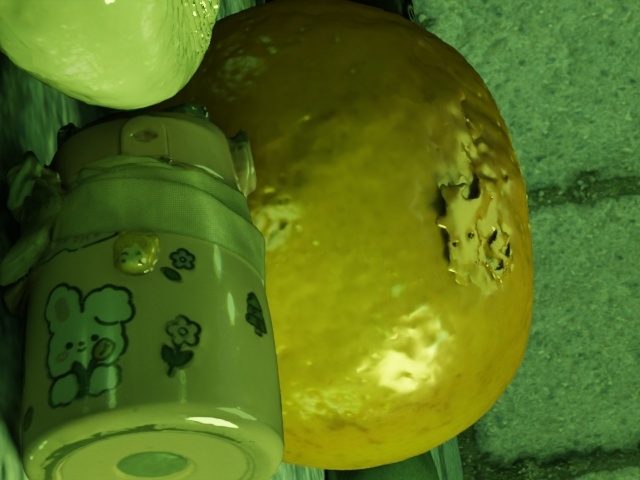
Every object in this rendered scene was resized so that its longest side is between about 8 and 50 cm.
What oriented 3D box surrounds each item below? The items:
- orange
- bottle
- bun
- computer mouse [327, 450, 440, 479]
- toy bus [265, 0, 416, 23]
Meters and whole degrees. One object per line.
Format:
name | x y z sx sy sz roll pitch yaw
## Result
orange | 0.001 -0.002 0.733 0.219 0.193 0.219 164 -90 -73
bottle | -0.065 0.015 0.583 0.099 0.099 0.152 70 12 -60
bun | -0.084 -0.135 0.554 0.183 0.102 0.183 11 90 -84
computer mouse | 0.062 0.201 1.446 0.379 0.090 0.167 -89 170 -60
toy bus | 0.023 -0.074 1.268 0.147 0.128 0.302 81 3 -53
